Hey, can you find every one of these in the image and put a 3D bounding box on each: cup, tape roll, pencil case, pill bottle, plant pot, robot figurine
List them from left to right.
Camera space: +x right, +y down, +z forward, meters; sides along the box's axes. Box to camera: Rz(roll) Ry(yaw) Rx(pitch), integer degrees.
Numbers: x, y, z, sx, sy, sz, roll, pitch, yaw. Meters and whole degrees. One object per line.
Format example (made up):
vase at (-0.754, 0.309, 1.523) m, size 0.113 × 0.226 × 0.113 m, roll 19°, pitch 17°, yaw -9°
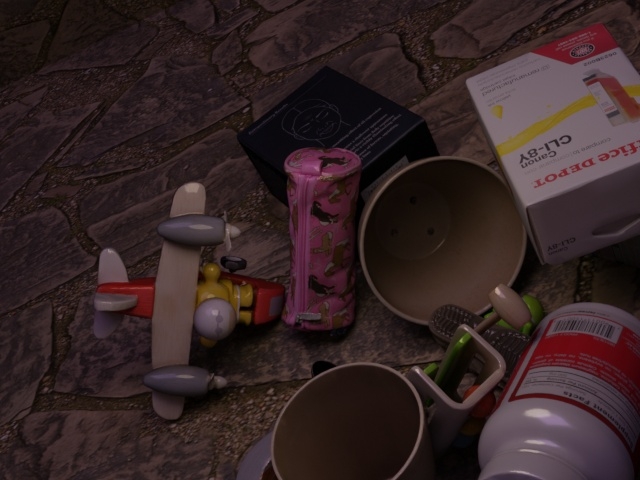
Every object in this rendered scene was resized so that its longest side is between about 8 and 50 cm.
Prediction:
tape roll at (-0.044, 0.445, 1.727) m, size 0.219 × 0.072 × 0.219 m, roll -15°, pitch 43°, yaw 15°
pencil case at (0.000, 0.000, 1.904) m, size 0.160 × 0.386 × 0.167 m, roll -4°, pitch 26°, yaw -14°
plant pot at (0.089, 0.383, 1.561) m, size 0.256 × 0.274 × 0.256 m, roll -16°, pitch 44°, yaw 16°
cup at (0.216, -0.020, 1.893) m, size 0.331 × 0.331 × 0.237 m, roll -32°, pitch 16°, yaw -2°
robot figurine at (0.373, 0.145, 1.791) m, size 0.115 × 0.067 × 0.101 m, roll -23°, pitch 30°, yaw 6°
pill bottle at (0.378, 0.288, 1.438) m, size 0.229 × 0.229 × 0.408 m, roll 2°, pitch 29°, yaw 31°

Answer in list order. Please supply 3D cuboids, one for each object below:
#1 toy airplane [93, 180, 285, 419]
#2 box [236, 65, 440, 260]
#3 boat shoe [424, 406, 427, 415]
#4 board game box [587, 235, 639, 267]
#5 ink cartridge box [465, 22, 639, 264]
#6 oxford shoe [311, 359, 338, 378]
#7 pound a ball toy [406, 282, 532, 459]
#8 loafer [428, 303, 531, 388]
toy airplane at (-0.277, 0.128, 1.931) m, size 0.384 × 0.386 × 0.272 m, roll -43°, pitch 31°, yaw -14°
box at (0.047, -0.189, 2.191) m, size 0.293 × 0.212 × 0.395 m, roll -40°, pitch 43°, yaw -11°
boat shoe at (0.174, 0.310, 1.753) m, size 0.045 × 0.050 × 0.135 m, roll -31°, pitch 41°, yaw 7°
board game box at (0.531, -0.062, 1.788) m, size 0.303 × 0.224 × 0.097 m, roll 16°, pitch 61°, yaw 38°
ink cartridge box at (0.449, -0.177, 1.658) m, size 0.279 × 0.160 × 0.385 m, roll -22°, pitch 43°, yaw 9°
oxford shoe at (0.052, 0.303, 1.796) m, size 0.083 × 0.096 × 0.227 m, roll -43°, pitch 45°, yaw -17°
pound a ball toy at (0.252, 0.237, 1.581) m, size 0.208 × 0.319 × 0.136 m, roll -37°, pitch 70°, yaw -23°
loafer at (0.323, 0.210, 1.743) m, size 0.268 × 0.092 × 0.102 m, roll 33°, pitch 71°, yaw 28°
